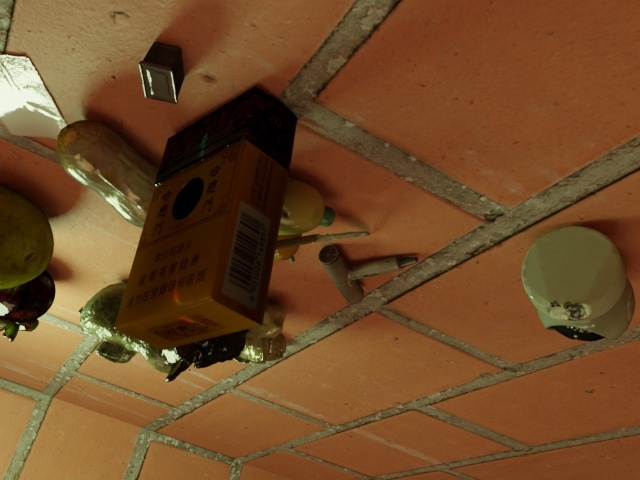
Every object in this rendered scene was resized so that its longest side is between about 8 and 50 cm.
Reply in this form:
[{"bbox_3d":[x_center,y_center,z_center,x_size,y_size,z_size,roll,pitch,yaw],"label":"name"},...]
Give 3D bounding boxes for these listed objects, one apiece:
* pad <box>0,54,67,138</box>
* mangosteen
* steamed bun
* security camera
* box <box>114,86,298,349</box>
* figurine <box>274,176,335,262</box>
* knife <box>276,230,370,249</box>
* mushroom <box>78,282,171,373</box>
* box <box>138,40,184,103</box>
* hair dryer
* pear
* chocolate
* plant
[{"bbox_3d":[-0.592,-0.279,1.320,0.156,0.004,0.232,7,148,11],"label":"pad"},{"bbox_3d":[-0.876,0.158,1.916,0.216,0.216,0.216,10,148,6],"label":"mangosteen"},{"bbox_3d":[-0.156,0.241,1.829,0.192,0.178,0.106,-9,179,41],"label":"steamed bun"},{"bbox_3d":[0.519,0.103,1.341,0.194,0.195,0.236,-7,148,29],"label":"security camera"},{"bbox_3d":[-0.189,-0.039,1.160,0.264,0.416,0.115,-19,141,40],"label":"box"},{"bbox_3d":[-0.122,-0.037,1.420,0.222,0.124,0.324,30,143,-35],"label":"figurine"},{"bbox_3d":[-0.001,-0.002,1.376,0.297,0.017,0.047,-10,161,-41],"label":"knife"},{"bbox_3d":[-0.506,0.233,1.865,0.344,0.247,0.130,31,144,19],"label":"mushroom"},{"bbox_3d":[-0.263,-0.283,1.135,0.060,0.063,0.085,14,149,4],"label":"box"},{"bbox_3d":[0.130,0.074,1.573,0.220,0.054,0.195,-7,144,19],"label":"hair dryer"},{"bbox_3d":[-0.774,-0.003,1.603,0.269,0.269,0.321,24,160,-17],"label":"pear"},{"bbox_3d":[-0.399,-0.124,1.373,0.134,0.134,0.309,-11,140,34],"label":"chocolate"},{"bbox_3d":[-0.313,0.242,1.730,0.233,0.204,0.178,-13,161,-23],"label":"plant"}]
